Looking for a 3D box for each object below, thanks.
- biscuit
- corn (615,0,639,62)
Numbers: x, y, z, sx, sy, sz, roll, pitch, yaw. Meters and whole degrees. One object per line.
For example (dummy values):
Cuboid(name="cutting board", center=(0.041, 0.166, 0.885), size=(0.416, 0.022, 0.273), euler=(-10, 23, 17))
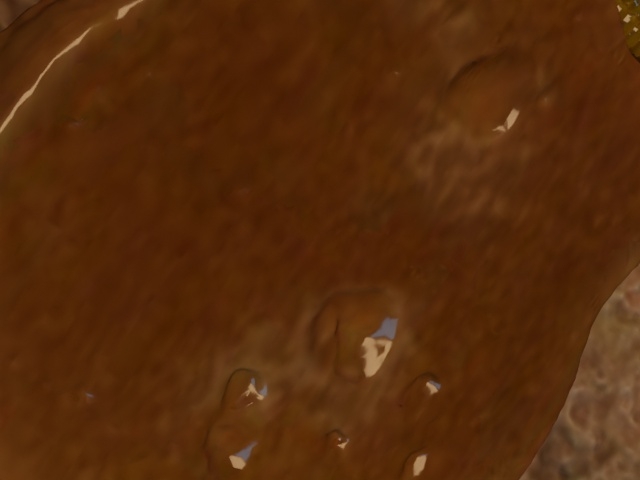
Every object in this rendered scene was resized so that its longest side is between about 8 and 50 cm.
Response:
Cuboid(name="biscuit", center=(-0.001, -0.001, 0.695), size=(0.385, 0.062, 0.365), euler=(32, 90, -41))
Cuboid(name="corn", center=(0.098, -0.173, 0.771), size=(0.305, 0.106, 0.106), euler=(28, 82, -22))
